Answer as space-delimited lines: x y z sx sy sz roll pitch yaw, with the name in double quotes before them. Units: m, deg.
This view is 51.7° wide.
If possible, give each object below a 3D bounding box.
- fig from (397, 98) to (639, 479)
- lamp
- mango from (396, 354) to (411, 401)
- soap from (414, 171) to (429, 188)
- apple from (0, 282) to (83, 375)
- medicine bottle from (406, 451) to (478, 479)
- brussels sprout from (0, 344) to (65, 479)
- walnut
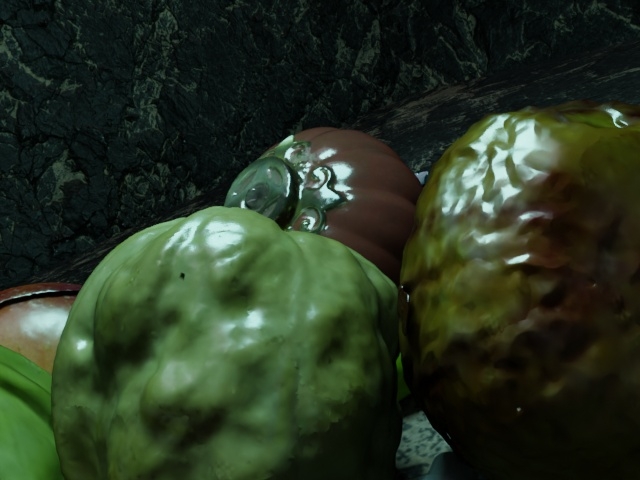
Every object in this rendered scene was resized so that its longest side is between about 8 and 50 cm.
"fig" 0.167 0.072 0.533 0.286 0.286 0.368 -29 -12 -24
"lamp" 0.000 0.000 0.865 0.303 0.257 0.303 -23 53 33
"mango" 0.037 0.120 0.685 0.179 0.119 0.100 -15 3 19
"soap" 0.172 -0.090 1.356 0.100 0.056 0.149 -8 19 47
"apple" -0.339 0.178 0.798 0.272 0.206 0.251 -11 -25 -24
"medicine bottle" 0.049 0.227 0.428 0.092 0.061 0.221 -35 4 35
"brussels sprout" -0.354 0.205 0.464 0.343 0.360 0.425 -26 16 -6
"walnut" -0.062 0.115 0.512 0.282 0.276 0.253 -12 -15 41
